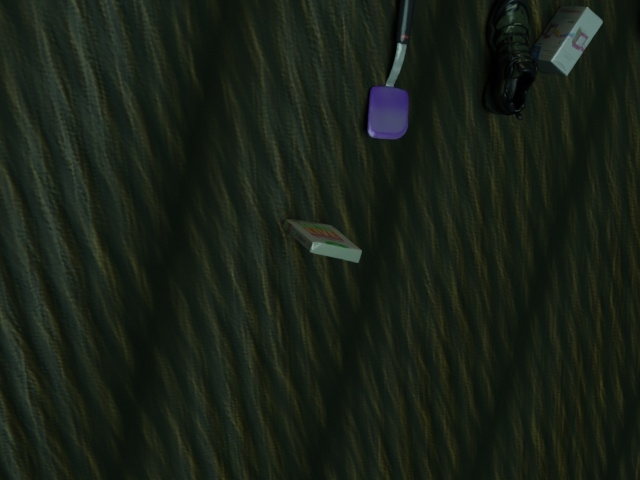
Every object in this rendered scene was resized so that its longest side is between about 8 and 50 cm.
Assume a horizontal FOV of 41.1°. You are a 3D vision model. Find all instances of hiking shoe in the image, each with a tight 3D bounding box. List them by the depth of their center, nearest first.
[{"bbox_3d":[0.364,-0.338,1.569,0.086,0.114,0.227,-7,110,-21],"label":"hiking shoe"}]

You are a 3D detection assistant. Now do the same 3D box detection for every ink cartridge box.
[{"bbox_3d":[0.459,-0.378,1.609,0.052,0.088,0.122,34,92,-25],"label":"ink cartridge box"}]

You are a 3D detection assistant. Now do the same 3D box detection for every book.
[{"bbox_3d":[0.000,0.000,1.516,0.096,0.144,0.035,12,103,-26],"label":"book"}]

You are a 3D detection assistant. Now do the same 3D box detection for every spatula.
[{"bbox_3d":[0.139,-0.330,1.527,0.084,0.030,0.297,2,106,-24],"label":"spatula"}]
